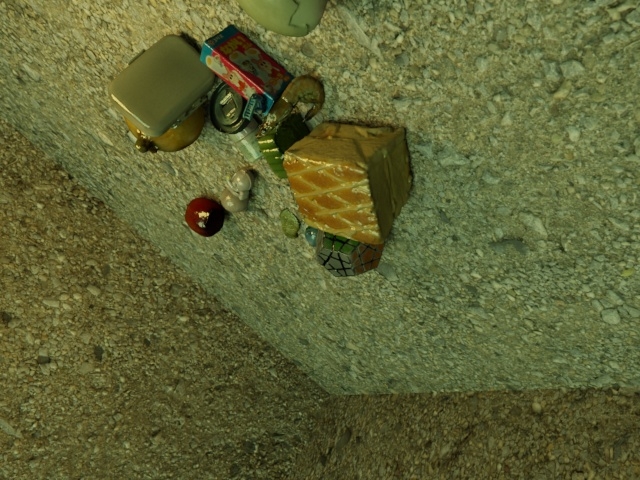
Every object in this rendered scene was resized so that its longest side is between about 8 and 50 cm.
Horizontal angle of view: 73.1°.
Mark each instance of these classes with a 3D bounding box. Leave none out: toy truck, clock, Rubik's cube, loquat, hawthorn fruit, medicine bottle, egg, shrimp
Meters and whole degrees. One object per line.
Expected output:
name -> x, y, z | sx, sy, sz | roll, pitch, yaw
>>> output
toy truck -> -0.229, -0.452, 1.472 | 0.056, 0.090, 0.073 | 27, 146, 13
clock -> -0.349, -0.525, 1.698 | 0.214, 0.042, 0.215 | 0, 90, 32
Rubik's cube -> 0.123, 0.006, 1.851 | 0.319, 0.319, 0.264 | -7, 101, 45
loquat -> -0.679, -0.515, 1.843 | 0.328, 0.360, 0.328 | 21, 154, 10
hawthorn fruit -> -0.659, -0.137, 2.414 | 0.249, 0.215, 0.215 | 27, 145, 10
medicine bottle -> -0.597, -0.592, 1.646 | 0.282, 0.375, 0.123 | 42, 164, -8
medicine bottle -> -0.294, -0.427, 1.804 | 0.135, 0.135, 0.168 | -12, 124, 48
egg -> -0.110, -0.720, 1.156 | 0.278, 0.278, 0.336 | -7, 128, 45
shrimp -> -0.103, -0.450, 1.536 | 0.169, 0.296, 0.058 | 29, -158, -45

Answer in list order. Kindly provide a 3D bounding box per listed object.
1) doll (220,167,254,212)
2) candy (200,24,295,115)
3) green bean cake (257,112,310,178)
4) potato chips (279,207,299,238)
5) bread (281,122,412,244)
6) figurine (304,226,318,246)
doll -> -0.397, -0.248, 2.108 | 0.151, 0.151, 0.287 | 37, 143, -3
candy -> -0.257, -0.605, 1.533 | 0.306, 0.157, 0.100 | 39, 146, -6
green bean cake -> -0.127, -0.363, 1.676 | 0.113, 0.200, 0.214 | 4, 134, 37
potato chips -> -0.153, -0.080, 2.202 | 0.142, 0.026, 0.209 | 9, 136, 38
bread -> 0.102, -0.219, 1.585 | 0.390, 0.279, 0.371 | 13, 137, 33
figurine -> 0.001, -0.002, 2.100 | 0.178, 0.114, 0.144 | 27, 148, -2
